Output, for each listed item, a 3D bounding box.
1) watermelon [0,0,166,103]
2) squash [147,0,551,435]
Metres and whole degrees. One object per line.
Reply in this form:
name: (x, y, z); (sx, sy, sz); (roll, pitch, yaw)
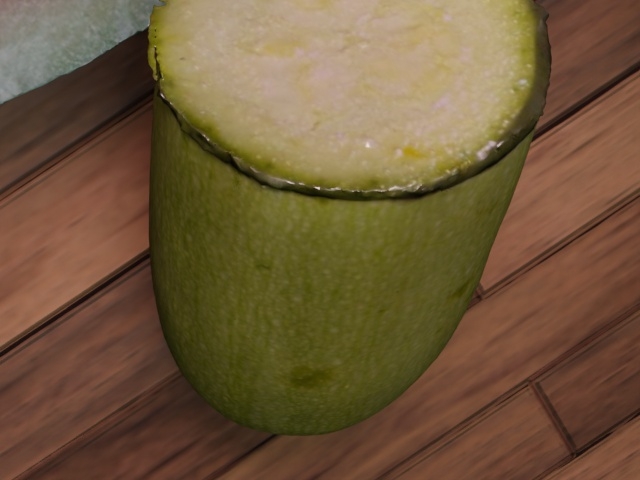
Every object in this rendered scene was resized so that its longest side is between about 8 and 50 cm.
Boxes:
watermelon: (-0.169, -0.157, 0.457); (0.154, 0.094, 0.241); (-28, 121, 8)
squash: (0.000, 0.000, 0.532); (0.132, 0.133, 0.247); (-12, 149, -13)
